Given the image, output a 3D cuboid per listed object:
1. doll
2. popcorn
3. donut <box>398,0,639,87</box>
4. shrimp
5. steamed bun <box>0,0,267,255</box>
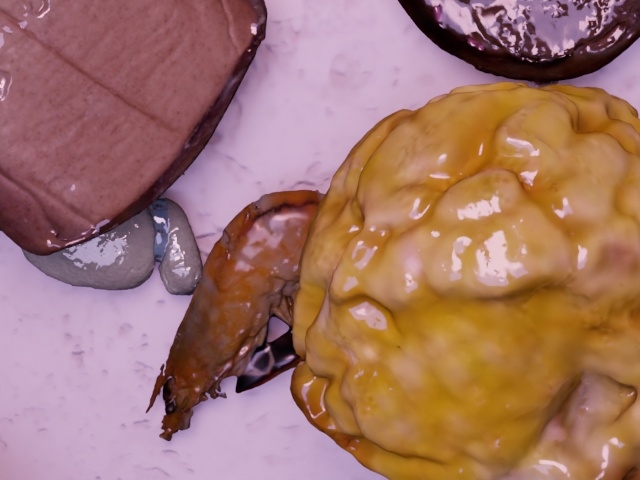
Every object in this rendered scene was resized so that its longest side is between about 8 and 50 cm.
[{"bbox_3d":[-0.204,-0.008,1.441,0.214,0.071,0.104,16,101,2],"label":"doll"},{"bbox_3d":[0.161,0.044,1.285,0.344,0.354,0.390,-11,120,39],"label":"popcorn"},{"bbox_3d":[0.178,-0.264,1.351,0.269,0.103,0.270,1,97,5],"label":"donut"},{"bbox_3d":[-0.051,0.079,1.441,0.152,0.063,0.287,22,116,-18],"label":"shrimp"},{"bbox_3d":[-0.213,-0.161,1.350,0.301,0.199,0.251,-49,121,-6],"label":"steamed bun"}]
